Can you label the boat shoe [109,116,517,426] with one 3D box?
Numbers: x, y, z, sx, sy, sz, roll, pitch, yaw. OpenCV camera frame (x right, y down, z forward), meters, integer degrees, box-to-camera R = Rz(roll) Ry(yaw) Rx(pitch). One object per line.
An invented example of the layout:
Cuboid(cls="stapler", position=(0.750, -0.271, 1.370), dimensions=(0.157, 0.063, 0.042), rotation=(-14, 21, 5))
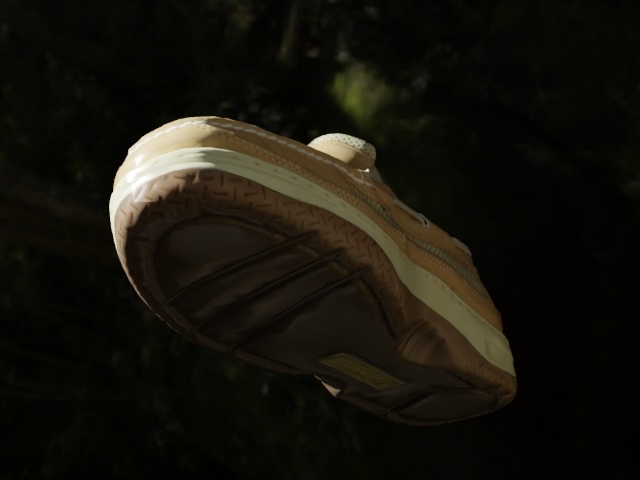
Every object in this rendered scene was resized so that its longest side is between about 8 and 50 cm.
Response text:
Cuboid(cls="boat shoe", position=(0.000, 0.000, 0.437), dimensions=(0.190, 0.068, 0.072), rotation=(40, -139, -56))
